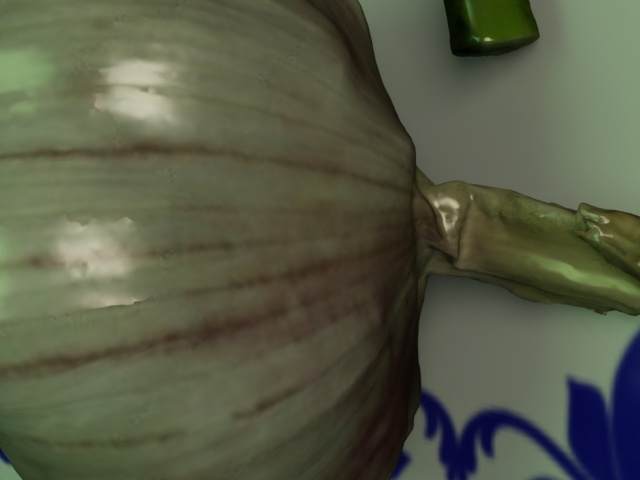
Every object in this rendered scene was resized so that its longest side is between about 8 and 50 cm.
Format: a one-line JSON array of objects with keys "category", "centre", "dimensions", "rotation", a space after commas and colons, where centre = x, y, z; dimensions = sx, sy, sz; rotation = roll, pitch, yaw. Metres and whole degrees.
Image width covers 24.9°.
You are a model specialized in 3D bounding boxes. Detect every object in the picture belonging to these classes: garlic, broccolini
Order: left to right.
[{"category": "garlic", "centre": [0.000, 0.000, 0.492], "dimensions": [0.253, 0.245, 0.245], "rotation": [-3, 88, 22]}, {"category": "broccolini", "centre": [0.012, -0.243, 0.566], "dimensions": [0.079, 0.074, 0.392], "rotation": [-15, 76, 14]}]
